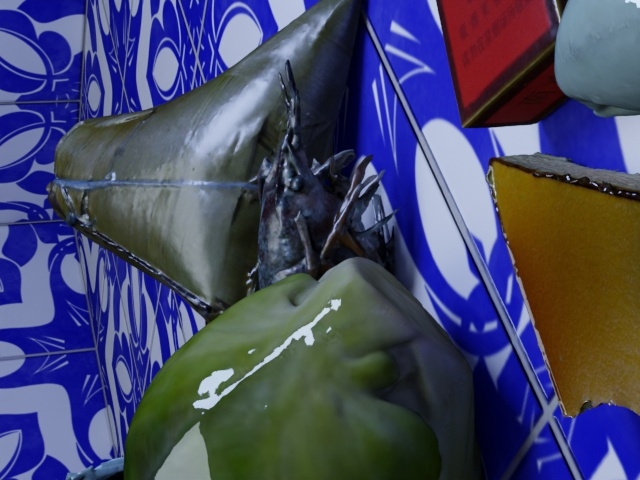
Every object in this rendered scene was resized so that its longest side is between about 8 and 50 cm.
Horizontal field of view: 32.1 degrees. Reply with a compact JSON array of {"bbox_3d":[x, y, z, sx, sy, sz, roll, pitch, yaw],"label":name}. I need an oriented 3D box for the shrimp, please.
[{"bbox_3d":[0.000,0.002,1.093,0.172,0.137,0.372,-131,41,-66],"label":"shrimp"}]

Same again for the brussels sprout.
[{"bbox_3d":[-0.009,0.186,0.935,0.289,0.281,0.355,43,111,40],"label":"brussels sprout"}]

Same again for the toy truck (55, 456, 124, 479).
[{"bbox_3d":[-0.131,0.294,1.223,0.133,0.338,0.184,-122,34,-53],"label":"toy truck"}]

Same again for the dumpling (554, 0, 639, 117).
[{"bbox_3d":[0.201,-0.131,0.578,0.105,0.149,0.217,45,163,0],"label":"dumpling"}]

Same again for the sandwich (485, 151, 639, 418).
[{"bbox_3d":[0.174,0.033,0.720,0.193,0.058,0.162,-151,58,-64],"label":"sandwich"}]

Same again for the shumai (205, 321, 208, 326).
[{"bbox_3d":[-0.069,0.130,1.311,0.184,0.142,0.184,177,90,-74],"label":"shumai"}]

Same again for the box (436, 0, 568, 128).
[{"bbox_3d":[0.132,-0.215,0.766,0.153,0.074,0.240,130,133,-69],"label":"box"}]

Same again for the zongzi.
[{"bbox_3d":[-0.134,-0.135,1.239,0.356,0.174,0.393,25,106,34],"label":"zongzi"}]
